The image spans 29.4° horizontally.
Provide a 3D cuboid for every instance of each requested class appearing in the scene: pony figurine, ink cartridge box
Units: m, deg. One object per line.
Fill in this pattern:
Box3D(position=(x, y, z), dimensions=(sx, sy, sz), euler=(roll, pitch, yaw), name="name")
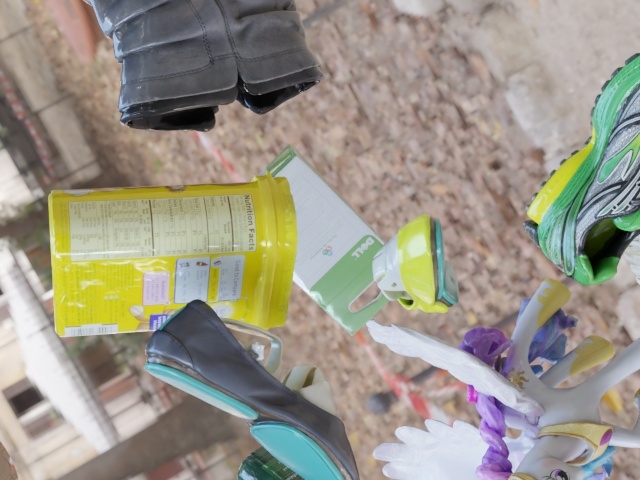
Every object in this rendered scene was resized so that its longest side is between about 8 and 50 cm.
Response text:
Box3D(position=(0.254, 0.205, 1.549), dimensions=(0.351, 0.363, 0.303), euler=(19, 137, 36), name="pony figurine")
Box3D(position=(0.000, 0.000, 1.431), dimensions=(0.209, 0.109, 0.062), euler=(44, -175, -19), name="ink cartridge box")

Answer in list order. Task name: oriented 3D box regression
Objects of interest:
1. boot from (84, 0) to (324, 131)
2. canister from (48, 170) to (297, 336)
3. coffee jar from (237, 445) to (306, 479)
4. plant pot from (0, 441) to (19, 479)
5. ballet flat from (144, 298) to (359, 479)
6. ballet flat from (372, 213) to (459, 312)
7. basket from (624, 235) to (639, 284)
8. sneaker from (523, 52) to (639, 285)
Box3D(position=(-0.165, -0.193, 0.950), dimensions=(0.118, 0.338, 0.222), euler=(158, 103, -74), name="boot")
Box3D(position=(-0.110, 0.013, 0.890), dimensions=(0.126, 0.170, 0.073), euler=(100, 162, -46), name="canister")
Box3D(position=(0.008, 0.229, 0.971), dimensions=(0.184, 0.079, 0.096), euler=(16, 117, 56), name="coffee jar")
Box3D(position=(-0.445, 0.296, 1.272), dimensions=(0.237, 0.237, 0.254), euler=(61, 171, -1), name="plant pot")
Box3D(position=(-0.033, 0.106, 0.849), dimensions=(0.203, 0.074, 0.074), euler=(40, -178, -31), name="ballet flat")
Box3D(position=(0.092, 0.032, 1.216), dimensions=(0.231, 0.077, 0.077), euler=(54, -147, -72), name="ballet flat")
Box3D(position=(0.614, -0.048, 1.696), dimensions=(0.331, 0.266, 0.328), euler=(14, 154, 40), name="basket")
Box3D(position=(0.389, -0.091, 1.456), dimensions=(0.343, 0.134, 0.146), euler=(-62, 38, 28), name="sneaker")
